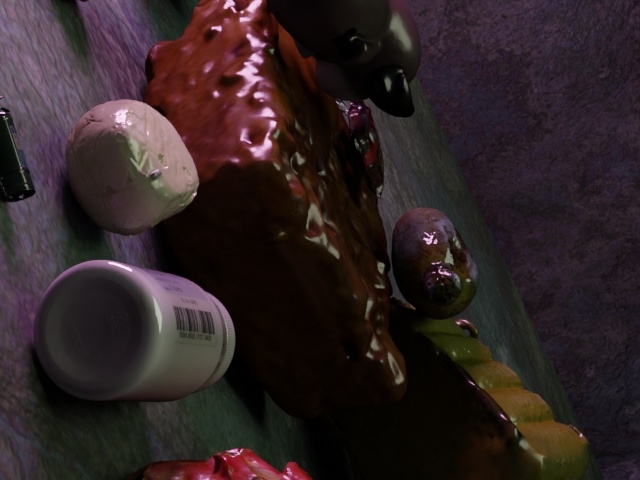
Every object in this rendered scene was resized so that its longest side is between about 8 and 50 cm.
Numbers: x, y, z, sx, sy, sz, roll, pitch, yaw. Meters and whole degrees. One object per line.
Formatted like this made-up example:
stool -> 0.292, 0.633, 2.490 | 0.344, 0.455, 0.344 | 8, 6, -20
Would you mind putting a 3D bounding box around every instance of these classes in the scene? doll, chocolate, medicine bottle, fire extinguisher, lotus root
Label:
doll -> 0.020, -0.230, 1.600 | 0.257, 0.117, 0.182 | 48, 24, -53
chocolate -> 0.053, -0.103, 1.736 | 0.182, 0.028, 0.086 | -88, 159, -72
medicine bottle -> -0.136, 0.073, 1.219 | 0.186, 0.102, 0.103 | 19, 51, -73
fire extinguisher -> -0.241, -0.071, 1.201 | 0.038, 0.025, 0.083 | -1, 69, -52
lotus root -> 0.120, 0.028, 1.698 | 0.192, 0.088, 0.113 | -96, 160, -74

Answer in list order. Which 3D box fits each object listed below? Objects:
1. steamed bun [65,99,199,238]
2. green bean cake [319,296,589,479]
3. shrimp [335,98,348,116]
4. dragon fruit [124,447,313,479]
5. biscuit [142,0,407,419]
steamed bun -> -0.166, -0.061, 1.342 | 0.112, 0.091, 0.130 | 60, 16, -11
green bean cake -> 0.121, 0.243, 1.760 | 0.310, 0.285, 0.202 | 48, 23, 28
shrimp -> 0.003, -0.204, 2.319 | 0.174, 0.082, 0.076 | 59, 18, -8
dragon fruit -> -0.058, 0.240, 1.227 | 0.189, 0.163, 0.262 | 38, -17, 54
biscuit -> -0.051, -0.046, 1.628 | 0.343, 0.166, 0.395 | 58, 15, -33
